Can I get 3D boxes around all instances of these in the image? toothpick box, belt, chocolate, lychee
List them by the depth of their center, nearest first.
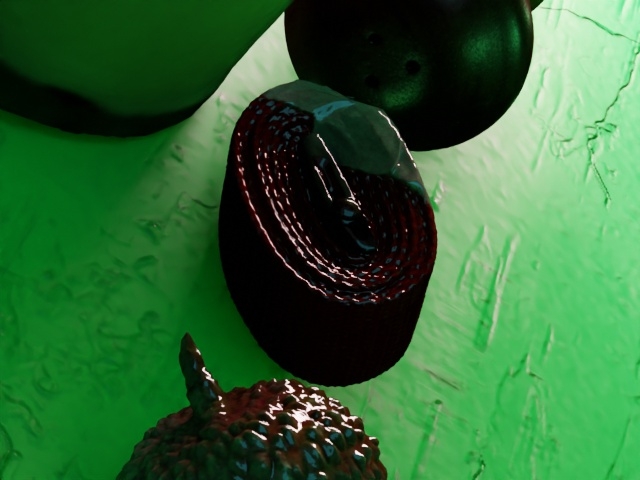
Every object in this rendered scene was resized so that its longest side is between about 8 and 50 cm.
[{"bbox_3d":[-0.042,0.148,1.070,0.165,0.165,0.197,-31,101,-46],"label":"lychee"},{"bbox_3d":[0.000,0.000,1.262,0.128,0.124,0.201,-9,53,-17],"label":"belt"},{"bbox_3d":[-0.132,-0.279,1.288,0.326,0.297,0.314,49,38,13],"label":"chocolate"},{"bbox_3d":[0.094,-0.197,1.453,0.192,0.192,0.294,37,37,-2],"label":"toothpick box"}]
